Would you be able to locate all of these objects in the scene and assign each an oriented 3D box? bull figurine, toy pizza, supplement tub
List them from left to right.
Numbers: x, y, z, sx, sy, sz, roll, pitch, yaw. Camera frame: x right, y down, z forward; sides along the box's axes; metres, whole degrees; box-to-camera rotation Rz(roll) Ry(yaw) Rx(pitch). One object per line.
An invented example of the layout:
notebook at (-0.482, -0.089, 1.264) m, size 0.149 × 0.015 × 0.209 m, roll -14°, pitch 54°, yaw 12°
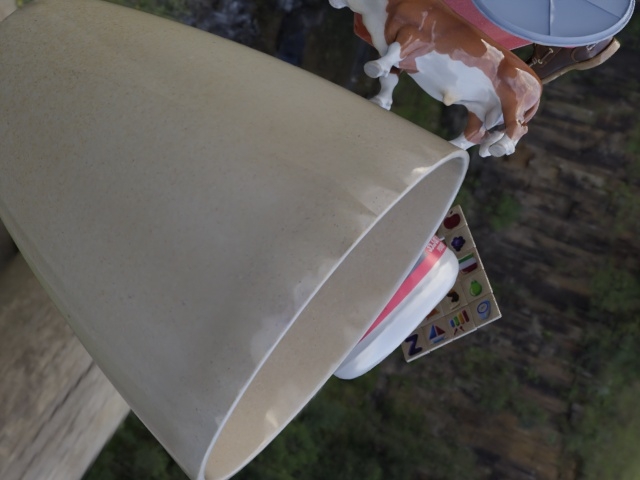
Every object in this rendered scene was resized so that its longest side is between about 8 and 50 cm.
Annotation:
supplement tub at (0.000, 0.000, 1.031) m, size 0.191 × 0.272 × 0.191 m, roll -45°, pitch 179°, yaw -1°
bull figurine at (0.138, -0.224, 1.149) m, size 0.188 × 0.310 × 0.101 m, roll -65°, pitch -173°, yaw -30°
toy pizza at (0.267, -0.294, 1.094) m, size 0.201 × 0.201 × 0.032 m, roll -55°, pitch 164°, yaw -31°

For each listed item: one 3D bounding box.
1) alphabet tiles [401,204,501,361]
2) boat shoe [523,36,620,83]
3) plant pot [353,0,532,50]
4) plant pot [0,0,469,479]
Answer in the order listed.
alphabet tiles at (0.137, 0.080, 1.397) m, size 0.009 × 0.237 × 0.198 m, roll 33°, pitch 35°, yaw -50°
boat shoe at (0.343, -0.278, 1.328) m, size 0.073 × 0.073 × 0.207 m, roll -51°, pitch -168°, yaw -15°
plant pot at (0.215, -0.469, 1.615) m, size 0.267 × 0.267 × 0.236 m, roll -20°, pitch 125°, yaw -15°
plant pot at (-0.091, -0.030, 0.597) m, size 0.256 × 0.274 × 0.256 m, roll -48°, pitch 166°, yaw -16°
